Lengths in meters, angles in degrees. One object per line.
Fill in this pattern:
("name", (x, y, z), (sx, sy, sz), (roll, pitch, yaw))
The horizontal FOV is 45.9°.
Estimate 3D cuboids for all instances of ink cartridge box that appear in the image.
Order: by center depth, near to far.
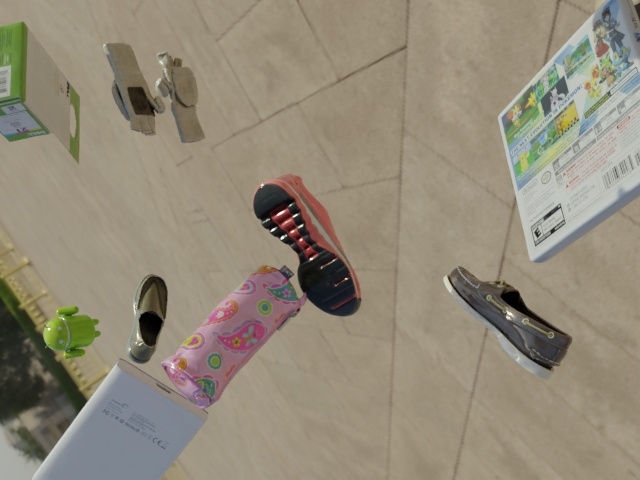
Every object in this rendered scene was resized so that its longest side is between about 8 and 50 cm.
("ink cartridge box", (-0.585, -0.283, 1.535), (0.255, 0.097, 0.188), (70, -170, -64))

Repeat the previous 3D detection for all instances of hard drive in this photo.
("hard drive", (-0.403, 0.414, 1.519), (0.210, 0.318, 0.040), (35, -166, -12))

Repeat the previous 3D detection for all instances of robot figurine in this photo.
("robot figurine", (-0.494, 0.182, 1.495), (0.067, 0.115, 0.101), (-12, 85, 38))

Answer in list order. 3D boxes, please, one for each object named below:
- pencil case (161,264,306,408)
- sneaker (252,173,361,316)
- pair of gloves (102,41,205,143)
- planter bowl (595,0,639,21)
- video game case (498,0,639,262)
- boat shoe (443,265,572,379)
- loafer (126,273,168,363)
("pencil case", (-0.151, 0.168, 1.364), (0.124, 0.284, 0.124), (31, 147, 23))
("sneaker", (0.000, -0.001, 1.481), (0.116, 0.136, 0.313), (-25, 101, 32))
("pair of gloves", (-0.335, -0.309, 1.581), (0.042, 0.240, 0.204), (-17, 83, 32))
("planter bowl", (0.590, -0.464, 1.425), (0.162, 0.162, 0.109), (127, 129, -68))
("video game case", (0.406, -0.166, 1.192), (0.329, 0.036, 0.299), (127, 142, -56))
("boat shoe", (0.367, 0.138, 1.503), (0.117, 0.096, 0.324), (20, -161, -36))
("loafer", (-0.436, 0.194, 1.962), (0.087, 0.094, 0.251), (-36, 43, 44))
